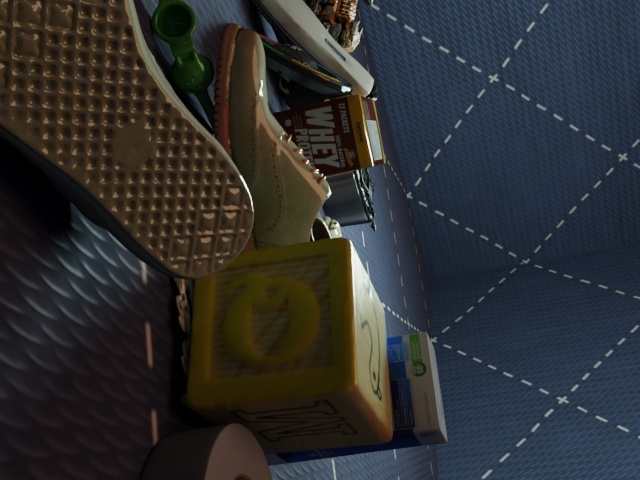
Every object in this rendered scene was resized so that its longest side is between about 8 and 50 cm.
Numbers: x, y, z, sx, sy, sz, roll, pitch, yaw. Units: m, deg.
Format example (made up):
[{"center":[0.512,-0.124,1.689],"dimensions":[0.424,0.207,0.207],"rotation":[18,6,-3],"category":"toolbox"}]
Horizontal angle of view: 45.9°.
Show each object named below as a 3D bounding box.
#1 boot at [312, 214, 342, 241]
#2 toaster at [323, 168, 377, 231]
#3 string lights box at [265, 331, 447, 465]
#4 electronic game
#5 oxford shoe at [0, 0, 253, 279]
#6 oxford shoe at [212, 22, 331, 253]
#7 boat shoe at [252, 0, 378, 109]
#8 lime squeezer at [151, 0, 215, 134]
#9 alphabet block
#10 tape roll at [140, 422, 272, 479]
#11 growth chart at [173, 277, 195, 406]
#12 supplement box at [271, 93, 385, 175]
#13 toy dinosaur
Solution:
[{"center":[0.000,0.000,1.490],"dimensions":[0.165,0.077,0.213],"rotation":[-84,164,-50],"category":"boot"},{"center":[0.063,-0.132,1.797],"dimensions":[0.185,0.110,0.168],"rotation":[-85,159,-52],"category":"toaster"},{"center":[0.029,0.216,1.013],"dimensions":[0.076,0.260,0.133],"rotation":[59,22,-58],"category":"string lights box"},{"center":[-0.047,-0.312,1.310],"dimensions":[0.048,0.229,0.229],"rotation":[-62,177,16],"category":"electronic game"},{"center":[-0.210,-0.141,0.616],"dimensions":[0.130,0.169,0.449],"rotation":[31,-21,48],"category":"oxford shoe"},{"center":[-0.061,-0.103,1.054],"dimensions":[0.140,0.147,0.396],"rotation":[-79,163,-68],"category":"oxford shoe"},{"center":[-0.051,-0.364,1.525],"dimensions":[0.340,0.158,0.127],"rotation":[44,30,-16],"category":"boat shoe"},{"center":[-0.176,-0.265,0.993],"dimensions":[0.110,0.059,0.310],"rotation":[-79,154,-58],"category":"lime squeezer"},{"center":[-0.030,0.133,0.900],"dimensions":[0.197,0.194,0.192],"rotation":[60,23,-57],"category":"alphabet block"},{"center":[-0.108,0.303,0.774],"dimensions":[0.219,0.072,0.219],"rotation":[-12,90,-78],"category":"tape roll"},{"center":[-0.141,0.087,0.926],"dimensions":[0.172,0.021,0.237],"rotation":[44,37,-68],"category":"growth chart"},{"center":[0.006,-0.185,1.408],"dimensions":[0.194,0.191,0.129],"rotation":[-33,112,-77],"category":"supplement box"},{"center":[0.000,-0.552,1.631],"dimensions":[0.164,0.219,0.321],"rotation":[56,26,-58],"category":"toy dinosaur"}]
